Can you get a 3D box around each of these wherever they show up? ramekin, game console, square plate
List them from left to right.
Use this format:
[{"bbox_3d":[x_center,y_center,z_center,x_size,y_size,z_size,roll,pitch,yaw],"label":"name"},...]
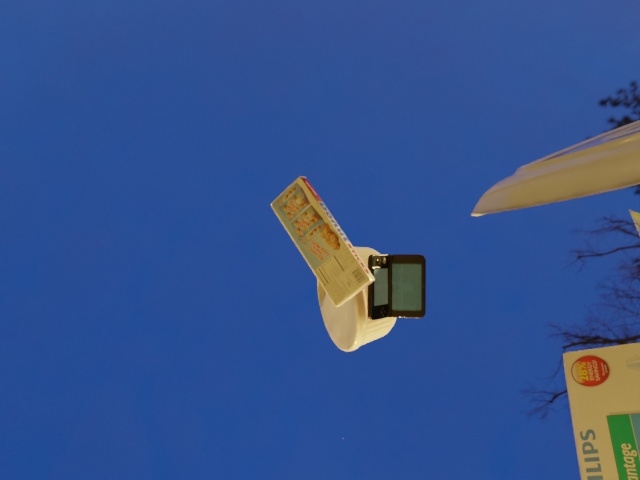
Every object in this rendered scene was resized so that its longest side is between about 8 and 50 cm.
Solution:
[{"bbox_3d":[0.095,0.139,1.356,0.127,0.273,0.273,-8,-112,-20],"label":"ramekin"},{"bbox_3d":[0.169,0.103,1.161,0.085,0.124,0.144,-1,-92,36],"label":"game console"},{"bbox_3d":[0.406,-0.122,0.616,0.347,0.344,0.049,-22,-87,-24],"label":"square plate"}]

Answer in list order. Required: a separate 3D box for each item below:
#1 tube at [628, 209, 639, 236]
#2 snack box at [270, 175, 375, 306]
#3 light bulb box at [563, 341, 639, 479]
[{"bbox_3d":[0.741,0.008,1.077,0.062,0.070,0.240,-4,-155,-17],"label":"tube"},{"bbox_3d":[0.000,0.000,0.724,0.064,0.022,0.178,-41,-108,23],"label":"snack box"},{"bbox_3d":[0.687,0.455,1.085,0.225,0.361,0.358,-18,-140,30],"label":"light bulb box"}]
